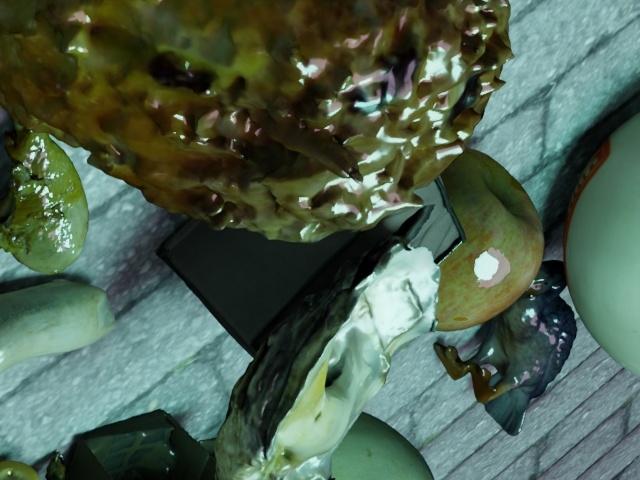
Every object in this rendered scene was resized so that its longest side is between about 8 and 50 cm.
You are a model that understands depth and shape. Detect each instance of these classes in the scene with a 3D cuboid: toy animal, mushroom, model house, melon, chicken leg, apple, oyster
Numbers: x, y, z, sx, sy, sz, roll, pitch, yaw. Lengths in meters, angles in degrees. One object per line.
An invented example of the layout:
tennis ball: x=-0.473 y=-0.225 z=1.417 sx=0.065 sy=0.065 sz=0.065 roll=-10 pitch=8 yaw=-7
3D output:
toy animal: x=0.259 y=0.142 z=2.167 sx=0.185 sy=0.122 sz=0.298 roll=-40 pitch=144 yaw=-20
mushroom: x=-0.256 y=0.080 z=1.413 sx=0.209 sy=0.084 sz=0.071 roll=-18 pitch=164 yaw=-47
model house: x=-0.168 y=0.336 z=1.734 sx=0.204 sy=0.211 sz=0.243 roll=-11 pitch=132 yaw=-46
melon: x=0.013 y=0.323 z=1.934 sx=0.272 sy=0.272 sz=0.308 roll=-37 pitch=125 yaw=-17
chicken leg: x=-0.231 y=-0.047 z=1.290 sx=0.093 sy=0.070 sz=0.178 roll=-24 pitch=139 yaw=-25
apple: x=0.139 y=0.002 z=1.739 sx=0.174 sy=0.188 sz=0.188 roll=-41 pitch=156 yaw=22
oyster: x=0.013 y=0.099 z=1.466 sx=0.271 sy=0.100 sz=0.275 roll=-27 pitch=136 yaw=-34

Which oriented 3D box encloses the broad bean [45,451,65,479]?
broad bean: x=-0.306 y=0.362 z=1.680 sx=0.049 sy=0.144 sz=0.292 roll=13 pitch=124 yaw=-18

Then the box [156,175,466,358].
box: x=0.000 y=0.000 z=1.578 sx=0.252 sy=0.153 sz=0.188 roll=-42 pitch=152 yaw=-4

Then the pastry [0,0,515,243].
pastry: x=-0.027 y=-0.149 z=1.134 sx=0.405 sy=0.337 sz=0.292 roll=4 pitch=118 yaw=-57

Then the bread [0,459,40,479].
bread: x=-0.341 y=0.321 z=1.618 sx=0.074 sy=0.092 sz=0.239 roll=13 pitch=126 yaw=-19

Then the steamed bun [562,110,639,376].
steamed bun: x=0.435 y=-0.006 z=2.053 sx=0.374 sy=0.241 sz=0.374 roll=-31 pitch=127 yaw=-55
